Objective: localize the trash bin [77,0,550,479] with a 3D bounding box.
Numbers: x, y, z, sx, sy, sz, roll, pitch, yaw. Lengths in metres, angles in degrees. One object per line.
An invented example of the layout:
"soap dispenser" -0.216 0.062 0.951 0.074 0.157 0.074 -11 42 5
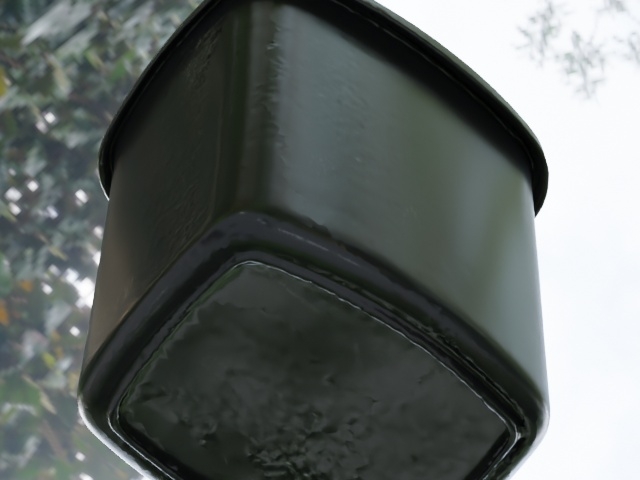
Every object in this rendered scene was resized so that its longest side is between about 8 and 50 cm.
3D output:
"trash bin" 0.000 0.000 0.736 0.182 0.209 0.290 -47 -160 24
